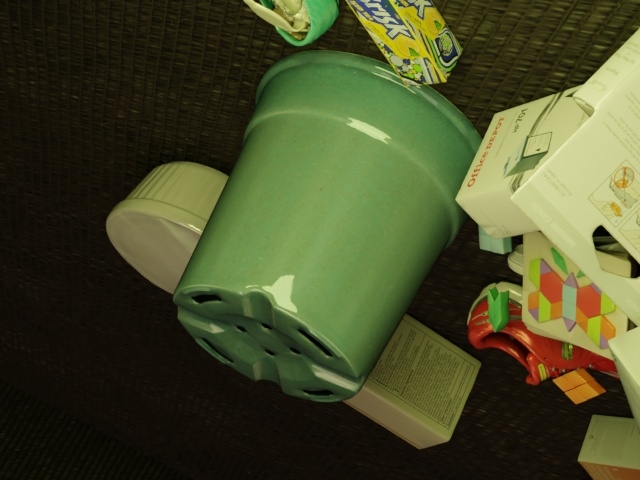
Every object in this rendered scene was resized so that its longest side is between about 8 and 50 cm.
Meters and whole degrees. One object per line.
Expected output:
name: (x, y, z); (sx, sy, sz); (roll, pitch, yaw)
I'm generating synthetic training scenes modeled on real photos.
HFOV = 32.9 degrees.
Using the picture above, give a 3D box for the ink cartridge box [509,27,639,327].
ink cartridge box: (0.347, -0.054, 1.090); (0.275, 0.239, 0.060); (41, -171, -24)

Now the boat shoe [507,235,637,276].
boat shoe: (0.320, 0.015, 1.407); (0.184, 0.066, 0.063); (10, 121, 51)

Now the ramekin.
ramekin: (-0.196, -0.012, 1.743); (0.273, 0.127, 0.273); (22, 152, 13)

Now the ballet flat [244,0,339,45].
ballet flat: (-0.067, -0.307, 1.174); (0.083, 0.087, 0.247); (-2, 140, 44)

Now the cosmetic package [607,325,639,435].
cosmetic package: (0.520, 0.157, 1.116); (0.377, 0.097, 0.284); (-25, 118, 3)

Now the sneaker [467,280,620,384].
sneaker: (0.343, 0.163, 1.567); (0.279, 0.118, 0.107); (20, 152, 14)

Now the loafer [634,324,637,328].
loafer: (0.408, 0.103, 1.418); (0.251, 0.087, 0.094); (38, 147, 36)

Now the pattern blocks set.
pattern blocks set: (0.318, 0.070, 1.348); (0.325, 0.026, 0.285); (0, 103, 56)

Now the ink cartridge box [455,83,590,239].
ink cartridge box: (0.260, -0.088, 1.194); (0.082, 0.139, 0.191); (41, 150, -26)

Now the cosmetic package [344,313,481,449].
cosmetic package: (0.095, 0.199, 1.806); (0.309, 0.160, 0.113); (34, 152, -9)

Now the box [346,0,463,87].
box: (0.084, -0.246, 1.178); (0.059, 0.054, 0.169); (-1, 141, 43)

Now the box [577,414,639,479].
box: (0.530, 0.361, 1.764); (0.170, 0.091, 0.130); (-1, 141, 43)

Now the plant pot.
plant pot: (0.000, 0.000, 1.369); (0.341, 0.334, 0.341); (22, 153, 12)
